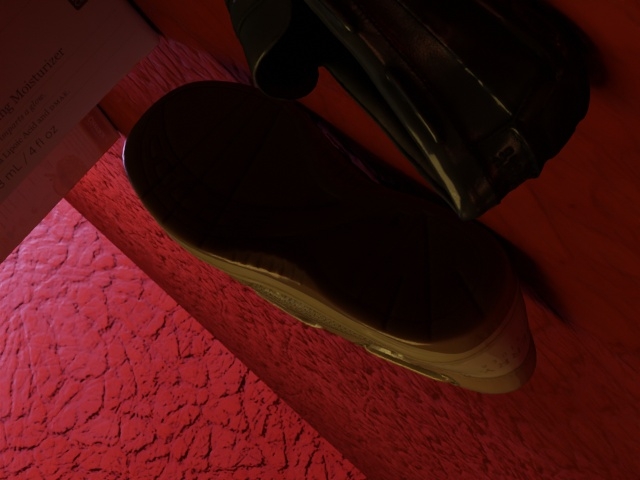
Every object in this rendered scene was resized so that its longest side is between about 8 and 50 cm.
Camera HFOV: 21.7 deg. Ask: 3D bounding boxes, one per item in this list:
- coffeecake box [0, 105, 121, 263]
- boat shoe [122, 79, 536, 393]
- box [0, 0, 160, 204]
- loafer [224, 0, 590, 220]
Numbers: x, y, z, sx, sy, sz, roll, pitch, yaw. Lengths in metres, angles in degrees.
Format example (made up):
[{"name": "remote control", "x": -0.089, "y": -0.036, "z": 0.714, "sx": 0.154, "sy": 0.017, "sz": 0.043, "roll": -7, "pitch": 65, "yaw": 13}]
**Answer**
[{"name": "coffeecake box", "x": -0.306, "y": -0.086, "z": 1.661, "sx": 0.068, "sy": 0.185, "sz": 0.142, "roll": 38, "pitch": 170, "yaw": 29}, {"name": "boat shoe", "x": 0.000, "y": 0.000, "z": 0.984, "sx": 0.302, "sy": 0.109, "sz": 0.098, "roll": 29, "pitch": 164, "yaw": 36}, {"name": "box", "x": -0.239, "y": -0.130, "z": 1.150, "sx": 0.119, "sy": 0.181, "sz": 0.182, "roll": 48, "pitch": 170, "yaw": -34}, {"name": "loafer", "x": -0.004, "y": -0.091, "z": 0.619, "sx": 0.223, "sy": 0.078, "sz": 0.076, "roll": 39, "pitch": 170, "yaw": 24}]
